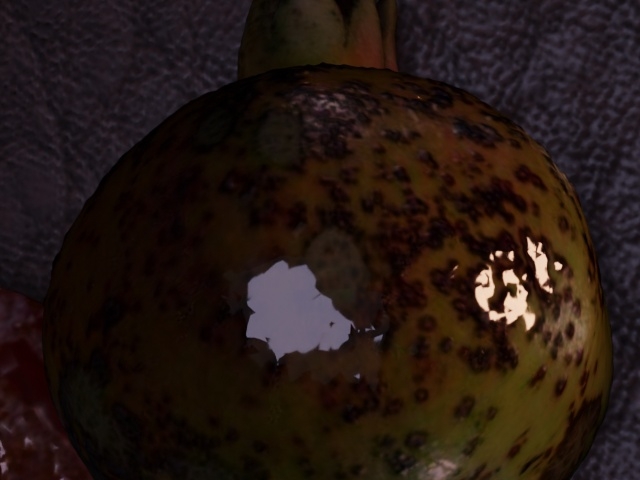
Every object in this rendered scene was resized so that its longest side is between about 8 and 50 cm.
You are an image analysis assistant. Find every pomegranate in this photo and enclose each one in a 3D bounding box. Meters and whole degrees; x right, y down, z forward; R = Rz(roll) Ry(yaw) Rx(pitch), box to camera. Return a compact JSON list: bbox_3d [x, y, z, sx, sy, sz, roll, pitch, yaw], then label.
[{"bbox_3d":[0.000,0.000,0.785,0.285,0.285,0.340,-14,55,11],"label":"pomegranate"}]

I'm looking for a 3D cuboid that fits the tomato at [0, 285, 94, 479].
[{"bbox_3d":[-0.227,0.185,0.854,0.309,0.170,0.309,7,66,-16],"label":"tomato"}]
